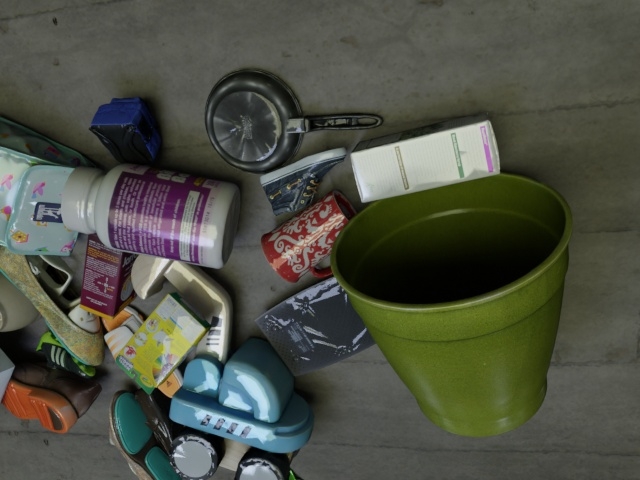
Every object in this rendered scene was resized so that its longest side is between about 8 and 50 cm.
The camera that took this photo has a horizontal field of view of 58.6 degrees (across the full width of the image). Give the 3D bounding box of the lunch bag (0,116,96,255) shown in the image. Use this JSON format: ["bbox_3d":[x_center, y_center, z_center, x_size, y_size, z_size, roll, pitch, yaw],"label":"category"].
[{"bbox_3d":[-0.603,-0.100,1.157,0.262,0.160,0.224,23,112,-9],"label":"lunch bag"}]

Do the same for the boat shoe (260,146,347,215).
[{"bbox_3d":[-0.022,-0.108,1.056,0.183,0.065,0.083,-19,94,28],"label":"boat shoe"}]

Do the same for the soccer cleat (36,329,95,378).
[{"bbox_3d":[-0.597,0.280,1.341,0.178,0.060,0.072,31,92,24],"label":"soccer cleat"}]

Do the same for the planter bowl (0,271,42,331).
[{"bbox_3d":[-0.738,0.145,1.316,0.161,0.109,0.162,5,113,11],"label":"planter bowl"}]

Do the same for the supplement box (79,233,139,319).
[{"bbox_3d":[-0.438,0.057,1.208,0.080,0.104,0.188,20,116,4],"label":"supplement box"}]

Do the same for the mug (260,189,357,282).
[{"bbox_3d":[-0.005,-0.008,1.092,0.169,0.150,0.113,-36,64,20],"label":"mug"}]

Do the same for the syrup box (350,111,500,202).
[{"bbox_3d":[0.180,-0.143,0.980,0.236,0.093,0.096,-10,109,17],"label":"syrup box"}]

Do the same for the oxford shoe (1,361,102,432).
[{"bbox_3d":[-0.685,0.355,1.394,0.363,0.132,0.130,12,124,29],"label":"oxford shoe"}]

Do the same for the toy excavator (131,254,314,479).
[{"bbox_3d":[-0.203,0.254,1.204,0.432,0.222,0.446,15,101,8],"label":"toy excavator"}]

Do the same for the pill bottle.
[{"bbox_3d":[-0.314,-0.053,1.077,0.301,0.169,0.169,11,115,-1],"label":"pill bottle"}]

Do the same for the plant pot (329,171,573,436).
[{"bbox_3d":[0.243,0.127,0.963,0.366,0.367,0.353,-10,121,17],"label":"plant pot"}]

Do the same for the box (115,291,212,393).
[{"bbox_3d":[-0.308,0.201,1.110,0.105,0.043,0.179,42,94,7],"label":"box"}]

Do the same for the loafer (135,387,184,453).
[{"bbox_3d":[-0.374,0.431,1.372,0.078,0.080,0.220,-14,103,29],"label":"loafer"}]

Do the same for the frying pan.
[{"bbox_3d":[-0.071,-0.190,1.051,0.326,0.053,0.197,23,116,7],"label":"frying pan"}]

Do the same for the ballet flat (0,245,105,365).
[{"bbox_3d":[-0.576,0.126,1.273,0.123,0.123,0.349,-31,102,23],"label":"ballet flat"}]

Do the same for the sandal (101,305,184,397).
[{"bbox_3d":[-0.409,0.255,1.279,0.265,0.076,0.102,47,118,6],"label":"sandal"}]

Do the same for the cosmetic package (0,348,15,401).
[{"bbox_3d":[-0.911,0.279,1.362,0.377,0.097,0.284,41,119,16],"label":"cosmetic package"}]

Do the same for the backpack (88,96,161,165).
[{"bbox_3d":[-0.355,-0.205,1.084,0.097,0.101,0.120,5,146,15],"label":"backpack"}]

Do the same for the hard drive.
[{"bbox_3d":[0.010,0.166,1.172,0.254,0.054,0.172,-29,103,23],"label":"hard drive"}]

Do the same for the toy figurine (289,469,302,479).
[{"bbox_3d":[-0.135,0.625,1.388,0.173,0.130,0.159,27,133,-25],"label":"toy figurine"}]

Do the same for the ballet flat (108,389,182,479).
[{"bbox_3d":[-0.457,0.507,1.406,0.106,0.107,0.316,-11,109,32],"label":"ballet flat"}]
